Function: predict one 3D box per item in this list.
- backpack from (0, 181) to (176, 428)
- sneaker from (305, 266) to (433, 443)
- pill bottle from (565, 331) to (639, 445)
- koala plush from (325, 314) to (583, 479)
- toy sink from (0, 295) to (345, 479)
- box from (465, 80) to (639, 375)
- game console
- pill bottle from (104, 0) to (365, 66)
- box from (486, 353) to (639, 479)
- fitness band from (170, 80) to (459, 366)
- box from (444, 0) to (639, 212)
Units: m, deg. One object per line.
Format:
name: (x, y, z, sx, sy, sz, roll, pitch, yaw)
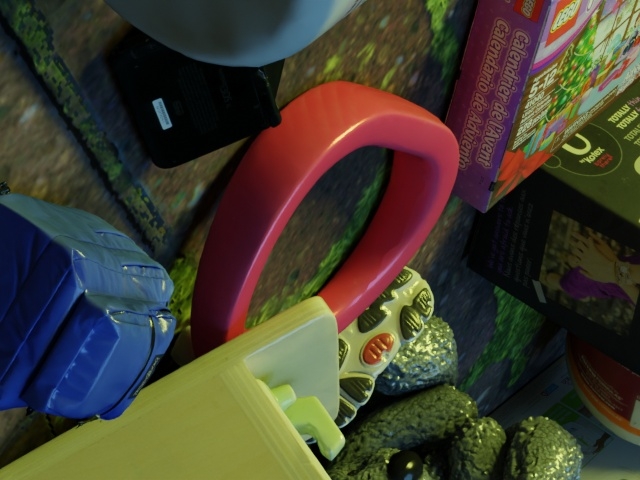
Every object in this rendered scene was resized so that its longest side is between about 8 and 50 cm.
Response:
backpack: (-0.125, 0.041, 0.924, 0.098, 0.101, 0.120, -52, 164, 9)
sneaker: (0.016, 0.090, 1.376, 0.170, 0.068, 0.071, -40, 174, -24)
pill bottle: (0.364, 0.022, 1.825, 0.224, 0.224, 0.392, -46, 158, -26)
koala plush: (0.052, 0.209, 1.465, 0.221, 0.196, 0.203, -34, 161, -53)
toy sink: (-0.060, 0.167, 1.118, 0.234, 0.131, 0.153, -29, 152, -16)
box: (0.281, 0.003, 1.538, 0.165, 0.270, 0.143, -38, 153, -40)
game console: (-0.057, -0.107, 0.978, 0.107, 0.071, 0.122, -23, 154, -3)
pill bottle: (0.029, -0.214, 0.783, 0.301, 0.169, 0.169, -43, 156, -34)
box: (0.270, 0.266, 1.975, 0.262, 0.231, 0.127, -31, 148, -51)
fitness band: (0.000, 0.000, 1.222, 0.209, 0.054, 0.291, -62, 160, 8)
box: (0.201, -0.171, 1.401, 0.293, 0.057, 0.201, -39, 153, -39)
